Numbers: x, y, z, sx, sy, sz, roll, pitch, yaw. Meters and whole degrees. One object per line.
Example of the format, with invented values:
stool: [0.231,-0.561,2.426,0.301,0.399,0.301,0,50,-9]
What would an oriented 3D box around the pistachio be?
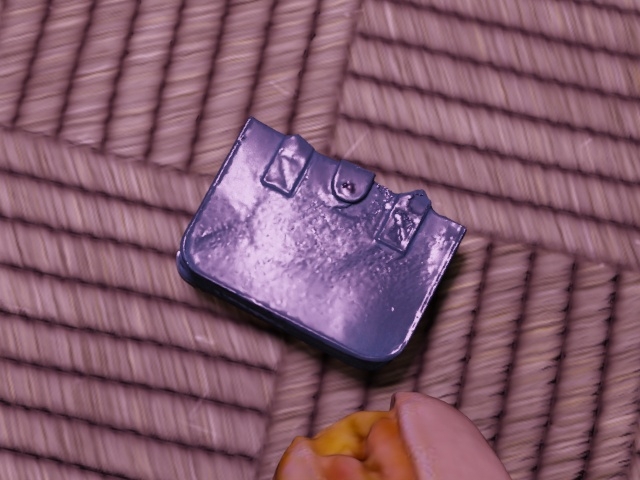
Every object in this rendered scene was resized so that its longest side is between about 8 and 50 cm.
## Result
pistachio: [0.081,0.282,1.634,0.230,0.230,0.309,-25,64,-8]

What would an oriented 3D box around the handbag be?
handbag: [0.000,0.000,1.761,0.229,0.062,0.179,28,79,2]
